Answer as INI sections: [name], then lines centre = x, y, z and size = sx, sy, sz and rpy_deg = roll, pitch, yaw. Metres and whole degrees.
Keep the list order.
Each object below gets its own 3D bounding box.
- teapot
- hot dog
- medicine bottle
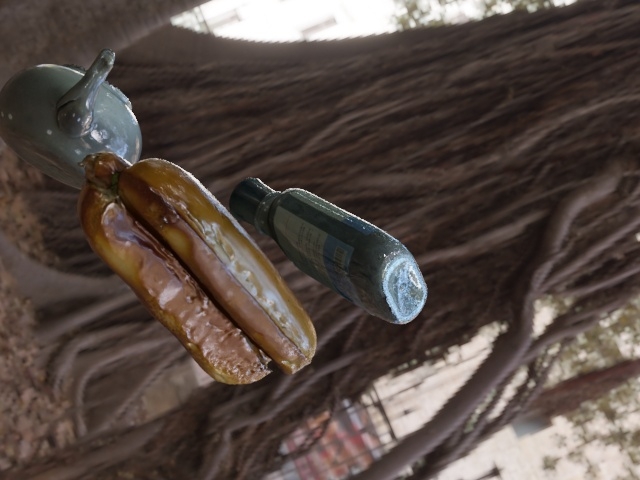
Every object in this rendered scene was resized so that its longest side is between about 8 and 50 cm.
[teapot]
centre = -0.319, -0.151, 1.316
size = 0.193, 0.129, 0.294
rpy_deg = 32, -16, -11
[hot dog]
centre = -0.116, 0.025, 0.992
size = 0.337, 0.135, 0.100
rpy_deg = 54, 32, -42
[medicine bottle]
centre = 0.000, 0.000, 0.875
size = 0.208, 0.054, 0.090
rpy_deg = 30, -21, 41
